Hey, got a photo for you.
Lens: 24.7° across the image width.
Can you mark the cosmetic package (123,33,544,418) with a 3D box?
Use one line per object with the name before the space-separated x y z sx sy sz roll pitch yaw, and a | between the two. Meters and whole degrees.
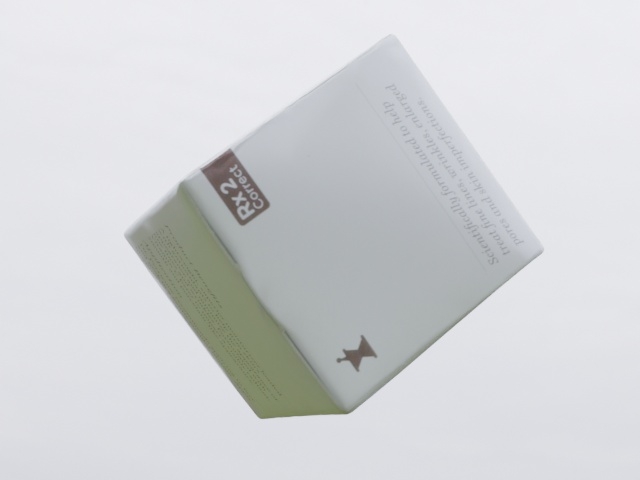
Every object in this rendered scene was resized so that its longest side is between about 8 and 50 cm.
cosmetic package | 0.000 0.000 0.849 0.151 0.151 0.183 54 -18 -5
